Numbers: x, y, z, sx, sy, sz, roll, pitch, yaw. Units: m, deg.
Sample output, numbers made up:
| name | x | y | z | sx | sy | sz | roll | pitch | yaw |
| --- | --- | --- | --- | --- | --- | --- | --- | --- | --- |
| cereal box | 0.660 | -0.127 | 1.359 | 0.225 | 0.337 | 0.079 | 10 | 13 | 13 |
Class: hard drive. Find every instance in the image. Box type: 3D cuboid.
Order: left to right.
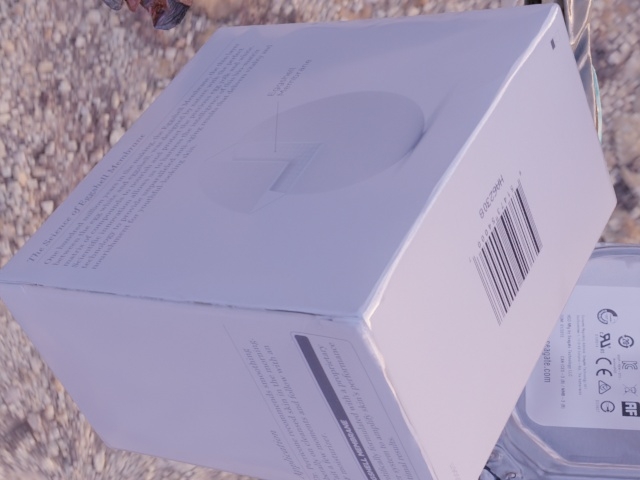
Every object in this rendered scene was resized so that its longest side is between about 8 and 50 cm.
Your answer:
| name | x | y | z | sx | sy | sz | roll | pitch | yaw |
| --- | --- | --- | --- | --- | --- | --- | --- | --- | --- |
| hard drive | 0.291 | 0.105 | 0.957 | 0.339 | 0.064 | 0.236 | 2 | 48 | 7 |

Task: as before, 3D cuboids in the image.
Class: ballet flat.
| name | x | y | z | sx | sy | sz | roll | pitch | yaw |
| --- | --- | --- | --- | --- | --- | --- | --- | --- | --- |
| ballet flat | 0.155 | -0.135 | 0.871 | 0.068 | 0.072 | 0.213 | -11 | 113 | -20 |

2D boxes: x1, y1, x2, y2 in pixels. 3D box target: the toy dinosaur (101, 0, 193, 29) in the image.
| name | x | y | z | sx | sy | sz | roll | pitch | yaw |
| --- | --- | --- | --- | --- | --- | --- | --- | --- | --- |
| toy dinosaur | -0.092 | -0.263 | 0.558 | 0.200 | 0.295 | 0.127 | 5 | 30 | -44 |

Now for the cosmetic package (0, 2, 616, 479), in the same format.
| name | x | y | z | sx | sy | sz | roll | pitch | yaw |
| --- | --- | --- | --- | --- | --- | --- | --- | --- | --- |
| cosmetic package | 0.000 | 0.000 | 0.651 | 0.224 | 0.225 | 0.138 | -55 | 135 | -35 |
